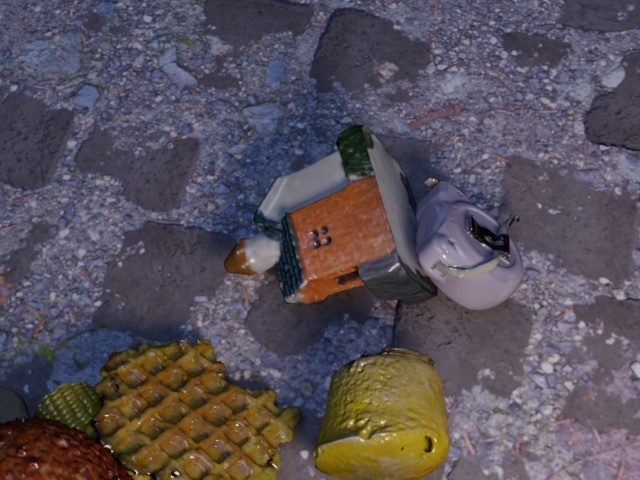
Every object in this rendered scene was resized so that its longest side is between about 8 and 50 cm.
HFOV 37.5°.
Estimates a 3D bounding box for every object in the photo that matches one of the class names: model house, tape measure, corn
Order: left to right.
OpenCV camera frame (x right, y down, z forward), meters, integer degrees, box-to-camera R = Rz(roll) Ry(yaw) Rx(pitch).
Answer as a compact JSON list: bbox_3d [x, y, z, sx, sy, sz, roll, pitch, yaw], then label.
[{"bbox_3d":[-0.304,0.328,1.355,0.123,0.122,0.305,-50,62,11],"label":"corn"},{"bbox_3d":[0.000,0.000,1.479,0.300,0.190,0.271,-20,64,13],"label":"model house"},{"bbox_3d":[0.229,0.010,1.425,0.178,0.105,0.196,31,33,-21],"label":"tape measure"}]

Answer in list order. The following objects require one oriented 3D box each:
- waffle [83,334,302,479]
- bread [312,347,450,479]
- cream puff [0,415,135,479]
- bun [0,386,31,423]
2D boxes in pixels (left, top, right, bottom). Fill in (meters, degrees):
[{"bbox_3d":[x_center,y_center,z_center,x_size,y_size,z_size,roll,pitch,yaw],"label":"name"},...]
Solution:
[{"bbox_3d":[-0.186,0.252,1.350,0.300,0.058,0.282,20,39,1],"label":"waffle"},{"bbox_3d":[0.083,0.252,1.301,0.197,0.197,0.171,-2,57,6],"label":"bread"},{"bbox_3d":[-0.334,0.369,1.109,0.228,0.350,0.350,-22,55,34],"label":"cream puff"},{"bbox_3d":[-0.522,0.341,1.316,0.281,0.205,0.281,-5,24,2],"label":"bun"}]
